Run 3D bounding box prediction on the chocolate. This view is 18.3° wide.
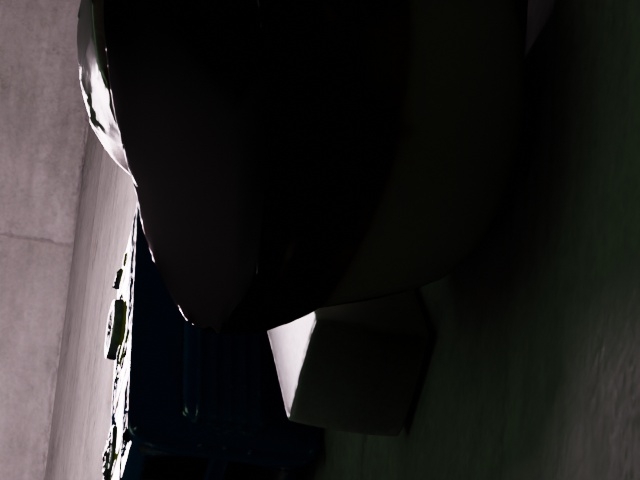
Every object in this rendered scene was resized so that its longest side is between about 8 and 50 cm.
[{"bbox_3d":[0.005,-0.094,1.084,0.283,0.186,0.283,170,90,-69],"label":"chocolate"}]

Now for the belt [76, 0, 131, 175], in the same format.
[{"bbox_3d":[-0.121,-0.176,1.744,0.105,0.184,0.261,132,145,-67],"label":"belt"}]

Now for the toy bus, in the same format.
[{"bbox_3d":[-0.087,0.094,1.506,0.287,0.138,0.175,-93,16,-45],"label":"toy bus"}]

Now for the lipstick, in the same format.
[{"bbox_3d":[0.000,0.000,1.326,0.371,0.076,0.079,-107,29,-63],"label":"lipstick"}]
